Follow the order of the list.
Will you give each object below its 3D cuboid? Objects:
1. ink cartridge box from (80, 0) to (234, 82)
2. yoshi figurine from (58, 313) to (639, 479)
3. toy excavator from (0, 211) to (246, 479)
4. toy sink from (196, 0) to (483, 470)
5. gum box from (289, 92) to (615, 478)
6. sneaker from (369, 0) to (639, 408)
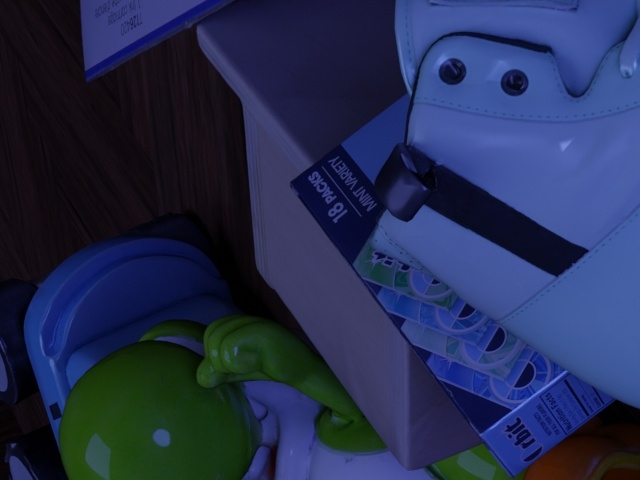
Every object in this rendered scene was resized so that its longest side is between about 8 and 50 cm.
[{"bbox_3d":[-0.062,-0.262,0.835,0.304,0.072,0.307,-13,87,61],"label":"ink cartridge box"},{"bbox_3d":[-0.003,0.136,0.880,0.362,0.203,0.203,16,161,38],"label":"yoshi figurine"},{"bbox_3d":[-0.085,0.214,1.367,0.445,0.222,0.432,12,121,58],"label":"toy excavator"},{"bbox_3d":[0.053,-0.023,0.805,0.234,0.153,0.131,51,153,43],"label":"toy sink"},{"bbox_3d":[0.101,-0.023,0.625,0.157,0.184,0.041,53,180,42],"label":"gum box"},{"bbox_3d":[0.106,-0.078,0.479,0.094,0.151,0.255,-65,0,-74],"label":"sneaker"}]
